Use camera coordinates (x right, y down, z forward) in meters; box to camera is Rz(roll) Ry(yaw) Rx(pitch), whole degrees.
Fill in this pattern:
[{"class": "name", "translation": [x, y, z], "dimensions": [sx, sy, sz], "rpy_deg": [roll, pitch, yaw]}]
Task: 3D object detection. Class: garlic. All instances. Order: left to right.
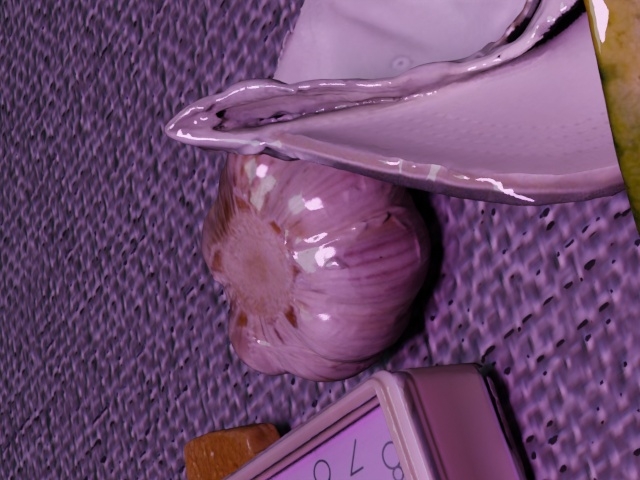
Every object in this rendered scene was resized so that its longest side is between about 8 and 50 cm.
[{"class": "garlic", "translation": [0.000, 0.000, 1.103], "dimensions": [0.147, 0.102, 0.159], "rpy_deg": [17, 119, 46]}]

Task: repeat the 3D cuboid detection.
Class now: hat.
[{"class": "hat", "translation": [0.088, -0.124, 0.916], "dimensions": [0.301, 0.168, 0.258], "rpy_deg": [23, 93, 35]}]

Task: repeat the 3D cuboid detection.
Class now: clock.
[{"class": "clock", "translation": [0.027, 0.167, 1.046], "dimensions": [0.192, 0.071, 0.147], "rpy_deg": [-38, 62, 42]}]

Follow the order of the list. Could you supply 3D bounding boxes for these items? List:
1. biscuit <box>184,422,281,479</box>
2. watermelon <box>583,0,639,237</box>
[{"class": "biscuit", "translation": [-0.023, 0.199, 1.222], "dimensions": [0.239, 0.041, 0.212], "rpy_deg": [54, 138, 45]}, {"class": "watermelon", "translation": [0.173, -0.093, 0.691], "dimensions": [0.128, 0.159, 0.304], "rpy_deg": [-7, 104, 24]}]
